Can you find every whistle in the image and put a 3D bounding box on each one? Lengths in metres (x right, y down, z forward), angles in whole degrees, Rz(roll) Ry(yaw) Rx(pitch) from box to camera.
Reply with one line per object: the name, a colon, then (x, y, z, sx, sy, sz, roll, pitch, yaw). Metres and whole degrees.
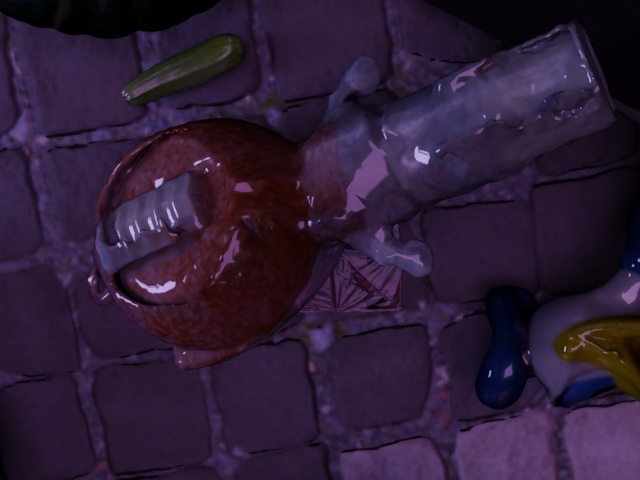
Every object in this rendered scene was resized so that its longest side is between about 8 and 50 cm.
whistle: (-0.011, -0.024, 0.456, 0.346, 0.142, 0.134, -22, 141, 26)

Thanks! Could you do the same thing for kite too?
kite: (0.000, 0.000, 0.552, 0.152, 0.005, 0.137, 42, 96, -6)

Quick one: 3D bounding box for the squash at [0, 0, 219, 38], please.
squash: (-0.119, -0.218, 0.431, 0.218, 0.172, 0.218, 0, 95, -5)

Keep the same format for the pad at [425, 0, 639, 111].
pad: (0.168, -0.164, 0.433, 0.159, 0.265, 0.009, -53, 140, 8)

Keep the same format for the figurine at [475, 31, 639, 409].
figurine: (0.234, -0.002, 0.498, 0.283, 0.204, 0.338, 39, 109, -13)

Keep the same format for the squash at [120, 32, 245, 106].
squash: (-0.091, -0.112, 0.522, 0.089, 0.027, 0.027, -20, 99, 8)
